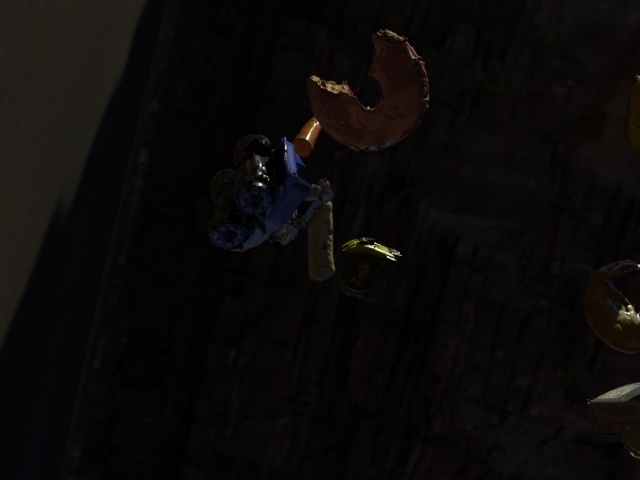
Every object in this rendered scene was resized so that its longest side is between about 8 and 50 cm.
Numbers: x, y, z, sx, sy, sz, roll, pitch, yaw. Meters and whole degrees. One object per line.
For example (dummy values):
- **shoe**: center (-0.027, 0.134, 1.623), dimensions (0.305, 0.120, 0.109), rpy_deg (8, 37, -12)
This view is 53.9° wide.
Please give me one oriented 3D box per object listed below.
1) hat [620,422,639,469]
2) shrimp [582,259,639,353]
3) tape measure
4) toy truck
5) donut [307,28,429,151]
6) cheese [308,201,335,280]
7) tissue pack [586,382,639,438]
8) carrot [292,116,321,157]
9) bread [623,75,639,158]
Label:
- **hat**: center (0.596, 0.363, 1.007), dimensions (0.144, 0.173, 0.166), rpy_deg (-46, -177, -28)
- **shrimp**: center (0.611, 0.102, 1.129), dimensions (0.058, 0.296, 0.169), rpy_deg (99, -21, -69)
- **tape measure**: center (0.126, 0.080, 1.943), dimensions (0.112, 0.186, 0.199), rpy_deg (-102, -144, -74)
- **toy truck**: center (-0.096, -0.072, 1.134), dimensions (0.213, 0.177, 0.161), rpy_deg (-48, -147, 34)
- **donut**: center (0.102, -0.275, 1.202), dimensions (0.233, 0.199, 0.085), rpy_deg (-26, -163, 26)
- **cheese**: center (0.000, 0.000, 1.460), dimensions (0.043, 0.065, 0.194), rpy_deg (19, -65, 52)
- **tissue pack**: center (0.825, 0.372, 1.427), dimensions (0.361, 0.259, 0.122), rpy_deg (142, -64, -66)
- **carrot**: center (-0.021, -0.319, 1.810), dimensions (0.209, 0.061, 0.061), rpy_deg (-64, 173, -47)
- **bread**: center (0.695, -0.246, 1.302), dimensions (0.233, 0.088, 0.160), rpy_deg (-86, 180, -60)
